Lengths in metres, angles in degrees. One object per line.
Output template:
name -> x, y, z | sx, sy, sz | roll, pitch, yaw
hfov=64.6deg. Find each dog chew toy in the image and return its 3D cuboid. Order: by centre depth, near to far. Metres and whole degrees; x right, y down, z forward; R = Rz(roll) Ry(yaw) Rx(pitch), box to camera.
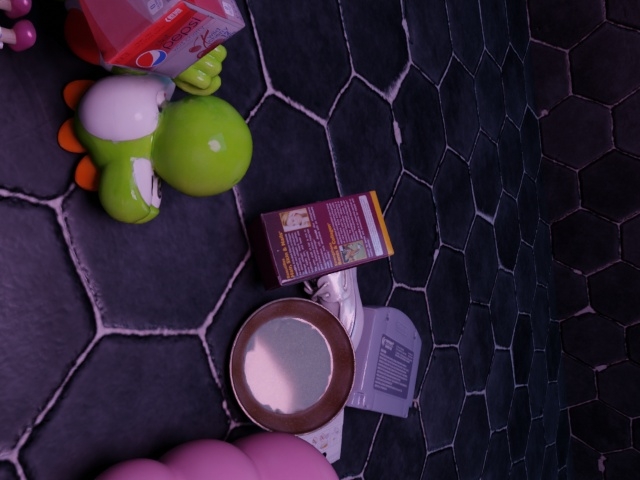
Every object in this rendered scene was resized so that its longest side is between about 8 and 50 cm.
dog chew toy -> -0.124, 0.324, 0.585 | 0.332, 0.207, 0.206 | 24, 71, -40

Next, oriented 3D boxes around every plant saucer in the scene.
plant saucer -> -0.042, 0.186, 0.755 | 0.199, 0.036, 0.198 | 7, 73, -24

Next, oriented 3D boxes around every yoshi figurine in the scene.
yoshi figurine -> -0.155, -0.197, 0.549 | 0.204, 0.203, 0.362 | -2, 94, -58

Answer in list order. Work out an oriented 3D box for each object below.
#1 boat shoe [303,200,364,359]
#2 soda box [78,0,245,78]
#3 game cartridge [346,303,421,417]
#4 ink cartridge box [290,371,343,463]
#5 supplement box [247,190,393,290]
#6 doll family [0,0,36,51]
boat shoe -> 0.014, 0.065, 0.836 | 0.088, 0.096, 0.267 | 14, 78, -47
soda box -> -0.165, -0.274, 0.409 | 0.083, 0.092, 0.263 | -20, 85, -64
game cartridge -> 0.124, 0.231, 0.974 | 0.294, 0.060, 0.196 | 40, 62, -56
ink cartridge box -> -0.016, 0.291, 0.843 | 0.145, 0.045, 0.179 | 2, 95, -52
supplement box -> 0.000, 0.000, 0.752 | 0.188, 0.081, 0.104 | -14, 83, -25
doll family -> -0.338, -0.265, 0.388 | 0.163, 0.118, 0.262 | -25, 115, -68
